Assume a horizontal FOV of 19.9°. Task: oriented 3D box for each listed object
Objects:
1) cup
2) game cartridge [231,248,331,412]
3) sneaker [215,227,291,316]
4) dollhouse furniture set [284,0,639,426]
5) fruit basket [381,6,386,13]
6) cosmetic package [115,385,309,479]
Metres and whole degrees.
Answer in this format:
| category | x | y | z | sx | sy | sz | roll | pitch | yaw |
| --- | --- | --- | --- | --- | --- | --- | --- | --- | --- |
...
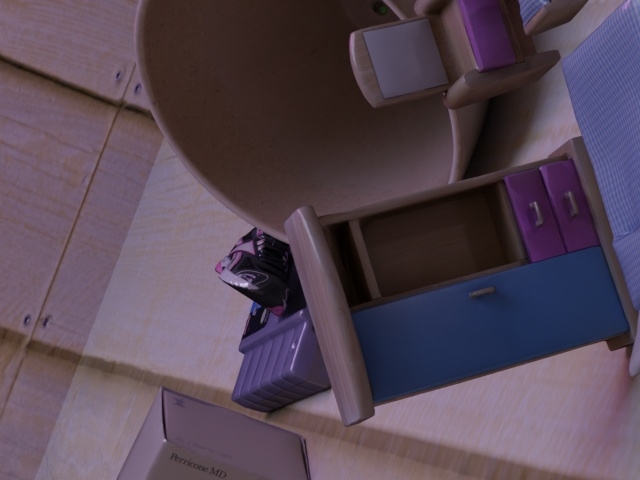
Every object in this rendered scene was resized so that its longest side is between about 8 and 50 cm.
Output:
| category | x | y | z | sx | sy | sz | roll | pitch | yaw |
| --- | --- | --- | --- | --- | --- | --- | --- | --- | --- |
| cup | 0.031 | -0.184 | 1.669 | 0.237 | 0.331 | 0.331 | -48 | -3 | -42 |
| game cartridge | 0.000 | 0.000 | 1.942 | 0.230 | 0.068 | 0.355 | -25 | 45 | 65 |
| sneaker | -0.063 | 0.020 | 1.896 | 0.077 | 0.072 | 0.178 | -57 | 20 | 2 |
| dollhouse furniture set | 0.107 | -0.048 | 1.039 | 0.303 | 0.198 | 0.286 | 136 | 119 | -72 |
| fruit basket | 0.017 | -0.333 | 2.121 | 0.392 | 0.283 | 0.392 | -36 | -23 | -18 |
| cosmetic package | -0.146 | 0.317 | 1.803 | 0.113 | 0.160 | 0.309 | -102 | 35 | -64 |
